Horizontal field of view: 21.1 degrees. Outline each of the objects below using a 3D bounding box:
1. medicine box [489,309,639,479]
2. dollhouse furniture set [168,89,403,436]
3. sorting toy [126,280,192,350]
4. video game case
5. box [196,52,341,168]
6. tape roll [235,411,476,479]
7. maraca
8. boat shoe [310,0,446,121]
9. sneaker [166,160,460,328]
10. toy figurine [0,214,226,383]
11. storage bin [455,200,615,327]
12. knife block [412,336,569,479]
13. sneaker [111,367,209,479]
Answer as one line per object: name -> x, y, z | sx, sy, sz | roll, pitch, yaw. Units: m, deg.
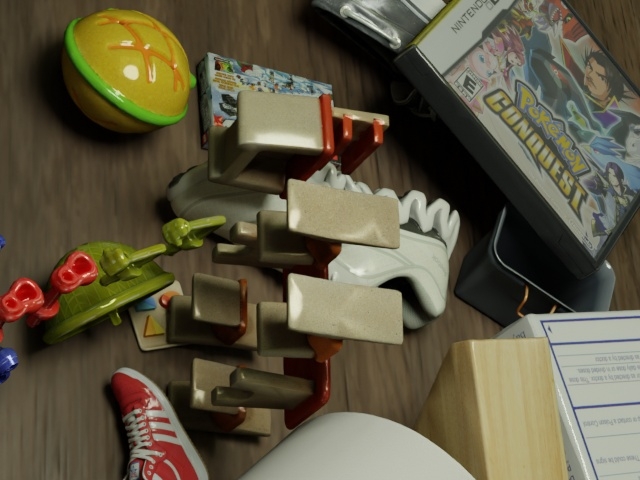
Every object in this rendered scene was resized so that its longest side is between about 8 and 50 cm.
medicine box -> 0.286, 0.218, 1.553 | 0.263, 0.149, 0.289 | 0, 63, -35
dollhouse furniture set -> -0.014, 0.017, 1.363 | 0.135, 0.262, 0.259 | 9, 65, -22
sorting toy -> -0.124, 0.061, 1.457 | 0.083, 0.012, 0.062 | -7, 67, -37
video game case -> 0.219, -0.133, 1.668 | 0.275, 0.035, 0.248 | 49, 44, -7
box -> -0.049, -0.117, 1.612 | 0.137, 0.027, 0.094 | 13, 55, -28
tape roll -> 0.012, 0.271, 1.263 | 0.246, 0.246, 0.169 | 51, 48, 3
maraca -> -0.166, -0.155, 1.511 | 0.127, 0.099, 0.186 | 43, 21, -7
boat shoe -> 0.115, -0.168, 1.717 | 0.301, 0.108, 0.102 | 41, 78, -23
sneaker -> 0.000, 0.000, 1.527 | 0.292, 0.110, 0.118 | 15, 64, -27
toy figurine -> -0.279, -0.002, 1.278 | 0.362, 0.191, 0.217 | -29, 76, -44
storage bin -> 0.198, 0.045, 1.640 | 0.135, 0.091, 0.098 | 32, 49, -13
knife block -> 0.158, 0.248, 1.391 | 0.088, 0.276, 0.242 | 0, 34, -36
sneaker -> -0.143, 0.161, 1.361 | 0.067, 0.042, 0.118 | -31, 85, -46
